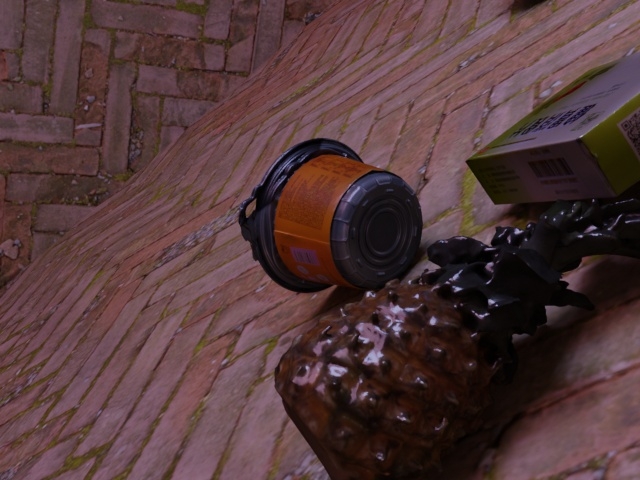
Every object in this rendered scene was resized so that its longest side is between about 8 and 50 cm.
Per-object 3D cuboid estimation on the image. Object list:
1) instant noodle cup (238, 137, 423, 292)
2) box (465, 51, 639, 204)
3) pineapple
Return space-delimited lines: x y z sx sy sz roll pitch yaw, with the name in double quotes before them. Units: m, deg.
"instant noodle cup" 0.030 -0.019 1.036 0.208 0.178 0.125 -19 20 -35
"box" 0.257 -0.108 0.867 0.175 0.062 0.260 -36 8 -8
"pineapple" 0.117 0.062 0.714 0.310 0.141 0.170 -34 -10 -10
